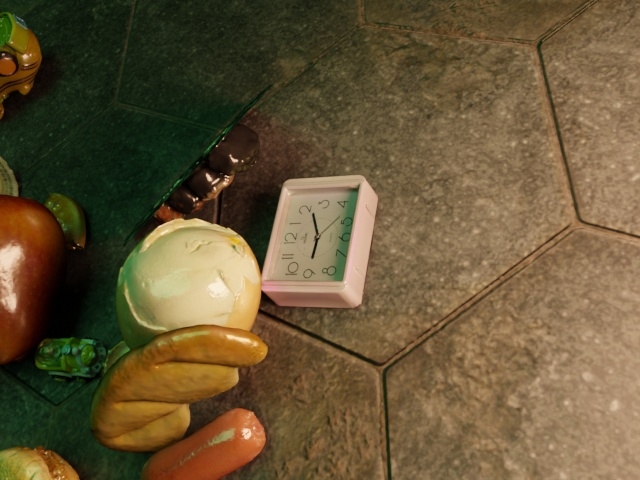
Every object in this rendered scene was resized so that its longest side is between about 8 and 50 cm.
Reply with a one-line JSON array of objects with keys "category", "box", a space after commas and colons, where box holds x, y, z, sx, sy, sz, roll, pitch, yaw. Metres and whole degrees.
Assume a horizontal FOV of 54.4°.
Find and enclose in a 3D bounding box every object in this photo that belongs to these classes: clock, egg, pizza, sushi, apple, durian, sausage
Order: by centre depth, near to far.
[{"category": "sausage", "box": [-0.165, 0.301, 0.862, 0.194, 0.077, 0.077, -31, 55, 6]}, {"category": "egg", "box": [-0.192, 0.091, 0.902, 0.201, 0.244, 0.201, 13, 39, -11]}, {"category": "clock", "box": [0.000, 0.000, 0.953, 0.150, 0.063, 0.197, -1, 63, 26]}, {"category": "durian", "box": [-0.328, 0.213, 1.016, 0.066, 0.052, 0.130, 22, 74, -7]}, {"category": "sushi", "box": [-0.183, -0.104, 1.034, 0.339, 0.069, 0.320, -49, 15, -8]}, {"category": "apple", "box": [-0.579, 0.053, 1.051, 0.288, 0.288, 0.317, -7, 86, 22]}, {"category": "pizza", "box": [-0.516, -0.021, 1.219, 0.178, 0.041, 0.131, 34, 78, 34]}]

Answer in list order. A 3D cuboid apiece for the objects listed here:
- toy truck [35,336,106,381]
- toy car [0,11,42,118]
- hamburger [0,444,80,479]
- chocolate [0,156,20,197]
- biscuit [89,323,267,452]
[{"category": "toy truck", "box": [-0.417, 0.191, 1.036, 0.111, 0.077, 0.076, -6, 62, 22]}, {"category": "toy car", "box": [-0.753, -0.405, 1.478, 0.248, 0.142, 0.200, -41, 53, 12]}, {"category": "hamburger", "box": [-0.449, 0.409, 0.914, 0.213, 0.108, 0.214, -12, 58, 20]}, {"category": "chocolate", "box": [-0.763, -0.091, 1.302, 0.147, 0.221, 0.221, -36, 52, 29]}, {"category": "biscuit", "box": [-0.209, 0.200, 0.833, 0.299, 0.154, 0.045, -49, 29, 29]}]
